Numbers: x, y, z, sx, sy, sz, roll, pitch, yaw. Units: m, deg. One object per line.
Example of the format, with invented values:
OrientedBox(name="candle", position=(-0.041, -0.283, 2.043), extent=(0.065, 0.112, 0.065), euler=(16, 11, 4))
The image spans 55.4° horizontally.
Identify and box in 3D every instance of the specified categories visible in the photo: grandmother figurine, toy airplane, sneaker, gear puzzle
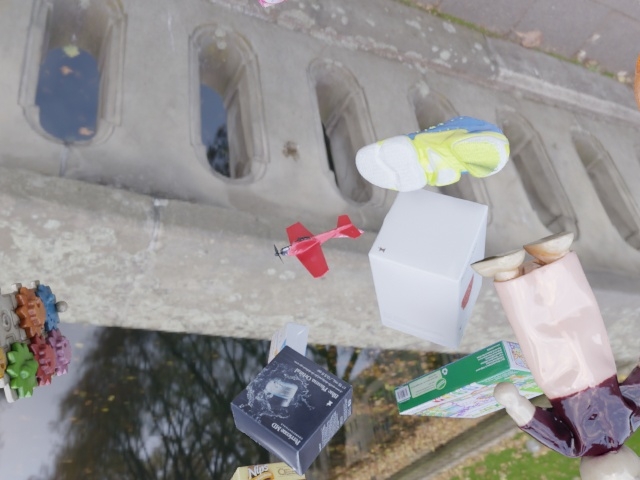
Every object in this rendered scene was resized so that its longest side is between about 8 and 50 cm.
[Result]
OrientedBox(name="grandmother figurine", position=(0.306, 0.165, 0.712), extent=(0.207, 0.343, 0.104), euler=(-19, 178, 7))
OrientedBox(name="toy airplane", position=(0.000, 0.000, 0.950), extent=(0.151, 0.151, 0.028), euler=(-9, 126, -1))
OrientedBox(name="sneaker", position=(0.183, -0.142, 0.979), extent=(0.240, 0.126, 0.091), euler=(2, 119, 23))
OrientedBox(name="gear puzzle", position=(-0.458, 0.152, 0.953), extent=(0.044, 0.176, 0.339), euler=(-13, -179, -5))

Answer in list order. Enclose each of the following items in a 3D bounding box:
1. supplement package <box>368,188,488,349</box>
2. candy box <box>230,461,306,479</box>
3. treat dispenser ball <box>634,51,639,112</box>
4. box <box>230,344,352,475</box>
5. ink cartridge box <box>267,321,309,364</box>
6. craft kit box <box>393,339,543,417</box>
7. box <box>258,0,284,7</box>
OrientedBox(name="supplement package", position=(0.221, 0.060, 1.220), extent=(0.175, 0.178, 0.293), euler=(17, 152, 22))
OrientedBox(name="candy box", position=(-0.175, 0.722, 1.685), extent=(0.182, 0.088, 0.316), euler=(4, 136, -24))
OrientedBox(name="treat dispenser ball", position=(0.627, -0.249, 0.904), extent=(0.288, 0.288, 0.288), euler=(-6, 145, -5))
OrientedBox(name="box", position=(-0.048, 0.300, 1.092), extent=(0.156, 0.158, 0.093), euler=(27, 141, 27))
OrientedBox(name="ink cartridge box", position=(-0.094, 0.295, 1.629), extent=(0.061, 0.104, 0.181), euler=(16, 152, -15))
OrientedBox(name="craft kit box", position=(0.309, 0.267, 1.134), extent=(0.246, 0.061, 0.250), euler=(13, 143, -41))
OrientedBox(name="box", position=(-0.043, -0.435, 0.733), extent=(0.128, 0.257, 0.122), euler=(-10, 159, 21))
